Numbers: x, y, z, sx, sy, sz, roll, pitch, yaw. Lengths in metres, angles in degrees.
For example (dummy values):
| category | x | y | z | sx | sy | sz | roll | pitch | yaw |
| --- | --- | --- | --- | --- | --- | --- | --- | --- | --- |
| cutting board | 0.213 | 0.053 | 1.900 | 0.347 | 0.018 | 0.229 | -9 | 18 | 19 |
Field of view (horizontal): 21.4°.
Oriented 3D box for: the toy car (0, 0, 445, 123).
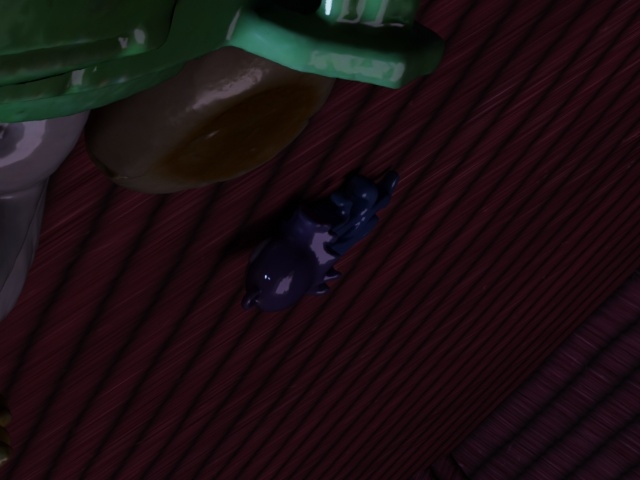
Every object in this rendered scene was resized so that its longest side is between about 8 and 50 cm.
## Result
| category | x | y | z | sx | sy | sz | roll | pitch | yaw |
| --- | --- | --- | --- | --- | --- | --- | --- | --- | --- |
| toy car | -0.111 | -0.121 | 0.489 | 0.358 | 0.176 | 0.213 | -18 | 138 | -48 |

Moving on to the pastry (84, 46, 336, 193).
| category | x | y | z | sx | sy | sz | roll | pitch | yaw |
| --- | --- | --- | --- | --- | --- | --- | --- | --- | --- |
| pastry | -0.064 | -0.091 | 0.938 | 0.156 | 0.092 | 0.156 | -34 | 162 | -13 |

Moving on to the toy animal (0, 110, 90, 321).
| category | x | y | z | sx | sy | sz | roll | pitch | yaw |
| --- | --- | --- | --- | --- | --- | --- | --- | --- | --- |
| toy animal | -0.161 | -0.055 | 0.733 | 0.138 | 0.140 | 0.282 | -52 | -177 | -35 |

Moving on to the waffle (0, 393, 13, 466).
| category | x | y | z | sx | sy | sz | roll | pitch | yaw |
| --- | --- | --- | --- | --- | --- | --- | --- | --- | --- |
| waffle | -0.317 | 0.204 | 1.160 | 0.280 | 0.060 | 0.262 | -38 | -168 | 8 |

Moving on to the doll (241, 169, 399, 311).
| category | x | y | z | sx | sy | sz | roll | pitch | yaw |
| --- | --- | --- | --- | --- | --- | --- | --- | --- | --- |
| doll | 0.000 | 0.000 | 1.416 | 0.206 | 0.067 | 0.110 | -38 | 155 | -38 |
